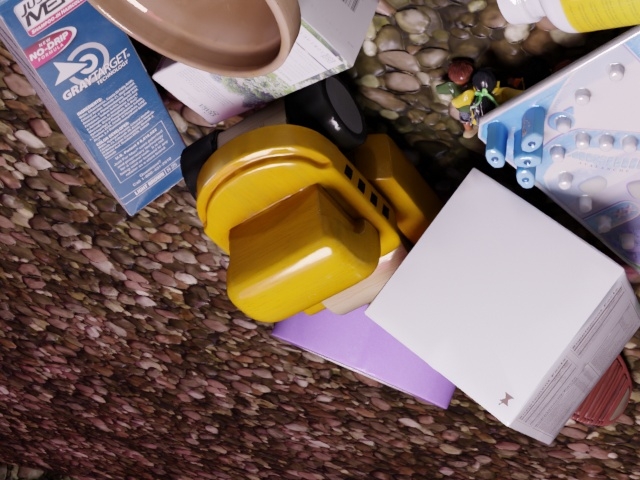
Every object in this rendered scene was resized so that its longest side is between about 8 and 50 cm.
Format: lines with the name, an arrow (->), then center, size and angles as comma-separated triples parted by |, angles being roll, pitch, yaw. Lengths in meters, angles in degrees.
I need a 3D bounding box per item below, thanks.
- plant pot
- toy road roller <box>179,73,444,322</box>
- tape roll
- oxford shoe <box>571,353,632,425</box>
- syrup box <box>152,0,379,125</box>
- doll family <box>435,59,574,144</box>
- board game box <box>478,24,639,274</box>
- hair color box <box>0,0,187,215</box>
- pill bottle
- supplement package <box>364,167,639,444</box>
plant pot -> -0.113, -0.259, 0.993 | 0.237, 0.110, 0.237 | 22, 160, 9
toy road roller -> 0.000, 0.000, 1.226 | 0.202, 0.241, 0.329 | -27, 132, 22
tape roll -> 0.071, 0.149, 1.601 | 0.274, 0.090, 0.275 | 23, 173, 3
oxford shoe -> 0.306, 0.152, 1.576 | 0.348, 0.123, 0.130 | 36, 173, -28
syrup box -> -0.062, -0.208, 1.158 | 0.093, 0.096, 0.237 | 38, 148, -29
doll family -> 0.207, -0.143, 1.136 | 0.193, 0.076, 0.111 | -3, 135, 23
board game box -> 0.418, -0.074, 1.072 | 0.390, 0.050, 0.390 | 36, 135, -28
hair color box -> -0.268, -0.200, 1.210 | 0.174, 0.105, 0.347 | 46, 168, 34
pill bottle -> 0.243, -0.230, 0.931 | 0.184, 0.103, 0.103 | -3, 144, 33
supplement package -> 0.217, 0.083, 1.247 | 0.199, 0.198, 0.262 | 38, -179, 25
